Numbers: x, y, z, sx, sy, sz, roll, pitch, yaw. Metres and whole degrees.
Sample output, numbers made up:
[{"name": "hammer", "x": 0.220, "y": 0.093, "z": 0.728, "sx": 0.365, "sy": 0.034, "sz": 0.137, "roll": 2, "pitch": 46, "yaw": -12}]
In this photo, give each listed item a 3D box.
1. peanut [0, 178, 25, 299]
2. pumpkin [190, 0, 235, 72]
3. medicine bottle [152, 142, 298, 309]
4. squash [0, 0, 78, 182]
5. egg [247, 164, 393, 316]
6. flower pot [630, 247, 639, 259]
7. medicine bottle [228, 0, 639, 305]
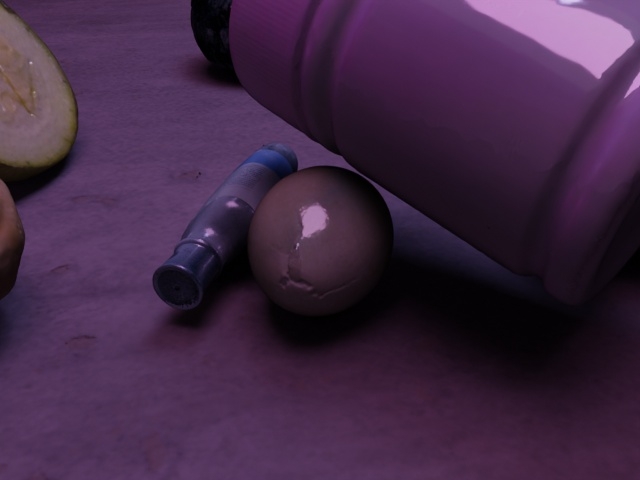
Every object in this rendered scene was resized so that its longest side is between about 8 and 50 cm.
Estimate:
[{"name": "peanut", "x": -0.301, "y": 0.019, "z": 0.475, "sx": 0.159, "sy": 0.143, "sz": 0.291, "roll": -18, "pitch": 33, "yaw": 5}, {"name": "pumpkin", "x": -0.088, "y": -0.354, "z": 1.072, "sx": 0.232, "sy": 0.163, "sz": 0.233, "roll": 0, "pitch": 34, "yaw": 0}, {"name": "medicine bottle", "x": -0.081, "y": -0.017, "z": 0.596, "sx": 0.053, "sy": 0.090, "sz": 0.208, "roll": 43, "pitch": 34, "yaw": -11}, {"name": "squash", "x": -0.371, "y": -0.179, "z": 0.721, "sx": 0.048, "sy": 0.252, "sz": 0.252, "roll": -26, "pitch": 26, "yaw": 19}, {"name": "egg", "x": 0.000, "y": 0.000, "z": 0.533, "sx": 0.114, "sy": 0.114, "sz": 0.152, "roll": 8, "pitch": 21, "yaw": 13}, {"name": "flower pot", "x": 0.280, "y": -0.078, "z": 0.620, "sx": 0.242, "sy": 0.157, "sz": 0.189, "roll": 6, "pitch": 29, "yaw": 17}, {"name": "medicine bottle", "x": 0.108, "y": -0.119, "z": 0.497, "sx": 0.315, "sy": 0.202, "sz": 0.202, "roll": 37, "pitch": 46, "yaw": 26}]
